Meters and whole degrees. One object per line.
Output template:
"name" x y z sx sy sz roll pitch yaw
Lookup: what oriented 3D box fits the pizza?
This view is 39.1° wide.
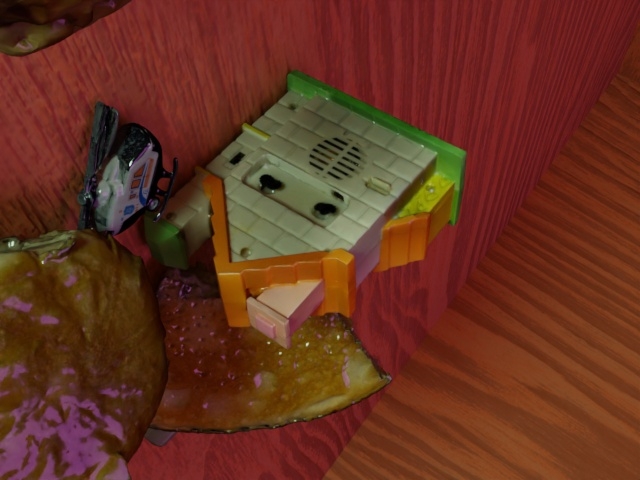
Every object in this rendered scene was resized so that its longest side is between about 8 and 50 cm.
"pizza" -0.086 0.107 0.994 0.089 0.323 0.223 -106 -170 -66

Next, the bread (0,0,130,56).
"bread" -0.074 -0.283 0.356 0.314 0.191 0.370 -42 168 -21

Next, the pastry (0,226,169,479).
"pastry" -0.207 0.085 0.668 0.218 0.100 0.229 51 55 -33

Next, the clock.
"clock" -0.018 -0.023 0.897 0.255 0.219 0.106 -46 153 -28

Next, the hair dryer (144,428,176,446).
"hair dryer" -0.122 0.148 1.167 0.296 0.119 0.298 -44 172 -18

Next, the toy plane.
"toy plane" -0.178 -0.027 0.765 0.078 0.053 0.197 -15 135 -53
